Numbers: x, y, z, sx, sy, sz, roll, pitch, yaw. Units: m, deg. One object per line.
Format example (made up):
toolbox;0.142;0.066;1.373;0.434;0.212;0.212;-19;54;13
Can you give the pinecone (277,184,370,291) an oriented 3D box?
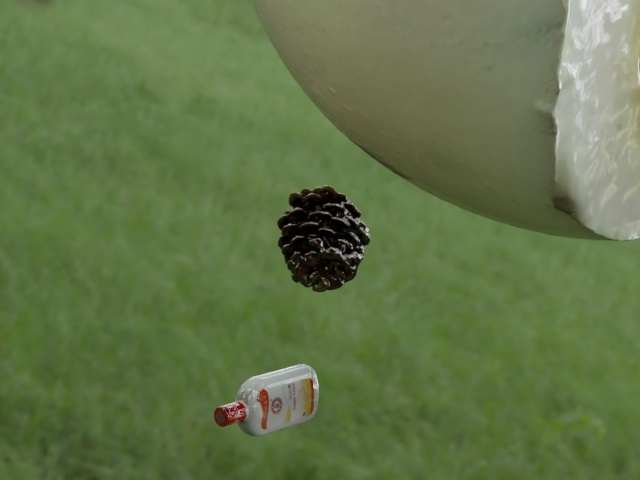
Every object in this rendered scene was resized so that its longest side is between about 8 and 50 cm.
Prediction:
pinecone;0.000;0.000;1.457;0.077;0.077;0.083;18;45;5

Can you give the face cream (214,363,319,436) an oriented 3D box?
face cream;-0.035;0.105;1.191;0.021;0.040;0.083;9;15;41

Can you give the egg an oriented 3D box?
egg;0.104;-0.204;1.161;0.340;0.354;0.354;23;8;33
